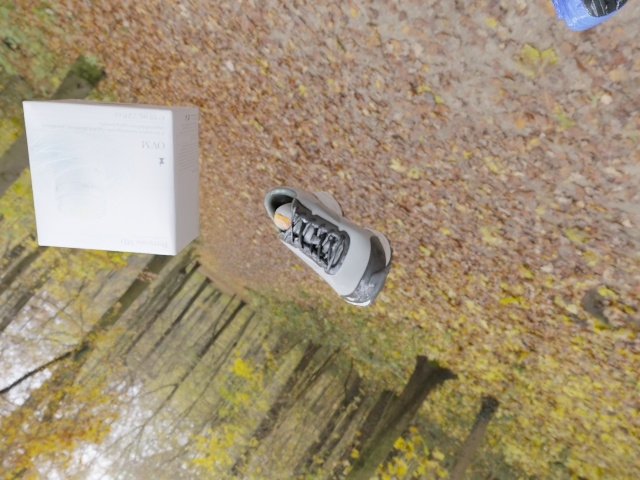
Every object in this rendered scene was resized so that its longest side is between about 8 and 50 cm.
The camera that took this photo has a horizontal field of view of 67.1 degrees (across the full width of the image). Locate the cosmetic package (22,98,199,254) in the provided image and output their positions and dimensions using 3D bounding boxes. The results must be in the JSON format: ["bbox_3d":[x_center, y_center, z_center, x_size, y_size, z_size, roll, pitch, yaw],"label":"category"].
[{"bbox_3d":[-0.324,-0.106,0.782,0.224,0.225,0.138,4,-162,2],"label":"cosmetic package"}]

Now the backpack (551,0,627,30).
[{"bbox_3d":[0.431,-0.407,0.782,0.120,0.098,0.101,62,180,1],"label":"backpack"}]

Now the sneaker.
[{"bbox_3d":[0.000,0.000,0.646,0.108,0.100,0.271,16,-164,-33],"label":"sneaker"}]
